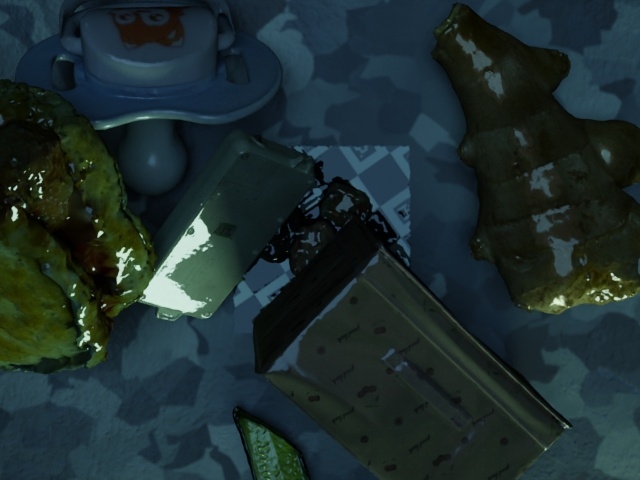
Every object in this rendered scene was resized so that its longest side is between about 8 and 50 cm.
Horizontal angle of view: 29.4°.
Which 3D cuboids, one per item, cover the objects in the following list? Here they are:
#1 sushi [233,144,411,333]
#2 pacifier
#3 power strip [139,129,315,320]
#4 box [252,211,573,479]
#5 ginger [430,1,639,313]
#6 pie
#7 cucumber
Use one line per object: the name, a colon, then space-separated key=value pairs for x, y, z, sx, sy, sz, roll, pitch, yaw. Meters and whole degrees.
sushi: x=0.000 y=0.000 z=1.468 sx=0.219 sy=0.047 sz=0.231 roll=0 pitch=93 yaw=3
pacifier: x=-0.198 y=-0.162 z=1.418 sx=0.299 sy=0.244 sz=0.233 roll=-2 pitch=124 yaw=-10
power strip: x=-0.115 y=-0.015 z=1.408 sx=0.118 sy=0.046 sz=0.270 roll=19 pitch=120 yaw=-37
box: x=0.089 y=0.145 z=1.361 sx=0.190 sy=0.225 sz=0.297 roll=-45 pitch=101 yaw=4
ginger: x=0.269 y=-0.105 z=1.396 sx=0.236 sy=0.166 sz=0.375 roll=-12 pitch=98 yaw=12
pie: x=-0.399 y=-0.024 z=1.345 sx=0.418 sy=0.180 sz=0.395 roll=10 pitch=138 yaw=25
cucumber: x=-0.046 y=0.297 z=1.490 sx=0.070 sy=0.046 sz=0.220 roll=-15 pitch=94 yaw=1
